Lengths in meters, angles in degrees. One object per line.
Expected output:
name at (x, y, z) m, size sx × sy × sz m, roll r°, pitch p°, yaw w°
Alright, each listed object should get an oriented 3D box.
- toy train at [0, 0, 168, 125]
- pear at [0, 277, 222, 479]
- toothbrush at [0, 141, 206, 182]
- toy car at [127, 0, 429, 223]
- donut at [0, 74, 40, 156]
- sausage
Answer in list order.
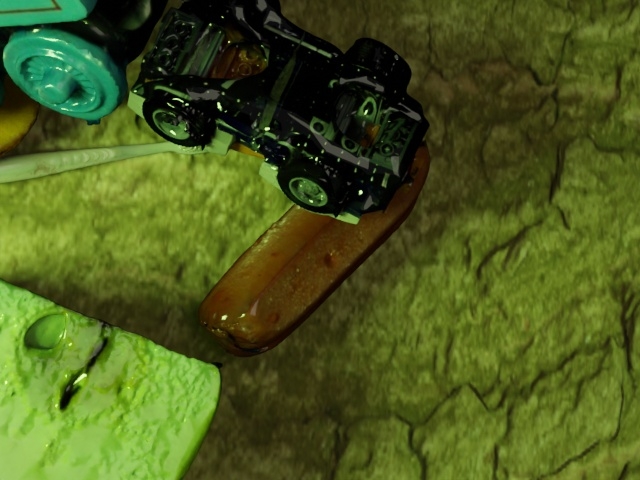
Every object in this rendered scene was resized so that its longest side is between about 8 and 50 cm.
toy train at (-0.289, -0.236, 1.272) m, size 0.265 × 0.300 × 0.188 m, roll 55°, pitch 47°, yaw -44°
pear at (-0.269, 0.189, 1.355) m, size 0.286 × 0.176 × 0.282 m, roll 24°, pitch 73°, yaw -19°
toothbrush at (-0.229, -0.083, 1.497) m, size 0.307 × 0.029 × 0.025 m, roll -11°, pitch 91°, yaw -29°
toy car at (-0.037, -0.132, 1.516) m, size 0.301 × 0.118 × 0.193 m, roll 28°, pitch 60°, yaw -1°
donut at (-0.358, -0.132, 1.412) m, size 0.178 × 0.065 × 0.162 m, roll -19°, pitch 80°, yaw -28°
sausage at (0.000, 0.000, 1.573) m, size 0.330 × 0.102 × 0.102 m, roll -45°, pitch 104°, yaw -28°
